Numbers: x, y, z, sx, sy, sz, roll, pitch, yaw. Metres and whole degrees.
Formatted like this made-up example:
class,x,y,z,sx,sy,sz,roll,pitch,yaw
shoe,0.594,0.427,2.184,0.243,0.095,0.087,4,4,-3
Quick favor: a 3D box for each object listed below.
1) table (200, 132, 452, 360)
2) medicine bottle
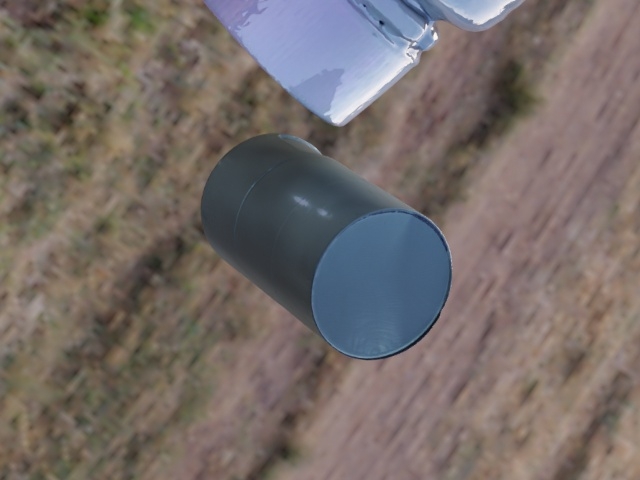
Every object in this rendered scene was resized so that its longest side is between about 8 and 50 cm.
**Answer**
class,x,y,z,sx,sy,sz,roll,pitch,yaw
table,0.000,0.000,1.501,0.126,0.220,0.126,-9,112,-23
medicine bottle,0.064,-0.273,1.470,0.325,0.256,0.256,-41,156,10
